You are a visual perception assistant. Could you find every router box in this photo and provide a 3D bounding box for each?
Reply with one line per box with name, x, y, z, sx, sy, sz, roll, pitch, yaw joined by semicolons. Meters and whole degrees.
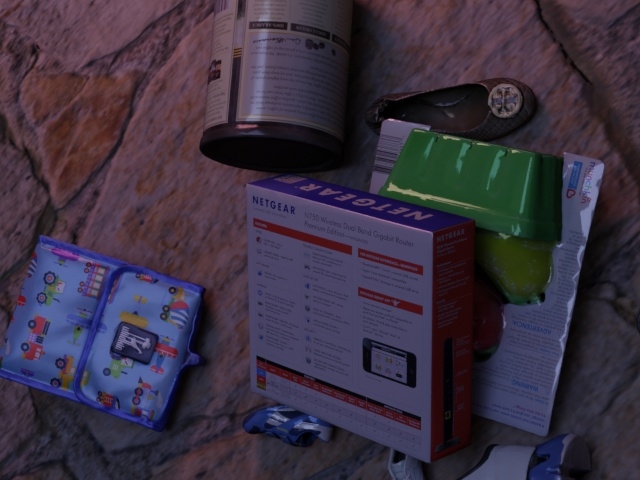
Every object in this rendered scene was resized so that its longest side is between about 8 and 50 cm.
router box;0.046;0.091;1.913;0.335;0.082;0.301;17;114;43

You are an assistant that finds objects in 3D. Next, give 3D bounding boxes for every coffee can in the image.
coffee can;-0.057;-0.251;2.090;0.201;0.201;0.275;-2;77;31

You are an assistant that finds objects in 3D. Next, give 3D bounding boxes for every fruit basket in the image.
fruit basket;0.192;0.040;1.927;0.327;0.165;0.353;14;102;34

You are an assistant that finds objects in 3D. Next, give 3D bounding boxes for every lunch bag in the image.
lunch bag;-0.302;0.143;2.207;0.293;0.138;0.221;16;86;20

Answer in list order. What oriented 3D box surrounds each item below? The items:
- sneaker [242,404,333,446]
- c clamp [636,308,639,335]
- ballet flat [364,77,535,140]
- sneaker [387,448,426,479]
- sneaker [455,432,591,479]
sneaker;-0.045;0.257;2.051;0.144;0.053;0.059;-12;74;29
c clamp;0.453;0.116;1.808;0.161;0.022;0.137;-33;59;22
ballet flat;0.170;-0.178;2.022;0.250;0.058;0.084;-1;79;31
sneaker;0.113;0.314;1.939;0.054;0.061;0.152;-19;71;24
sneaker;0.221;0.388;1.830;0.182;0.127;0.315;1;72;35
